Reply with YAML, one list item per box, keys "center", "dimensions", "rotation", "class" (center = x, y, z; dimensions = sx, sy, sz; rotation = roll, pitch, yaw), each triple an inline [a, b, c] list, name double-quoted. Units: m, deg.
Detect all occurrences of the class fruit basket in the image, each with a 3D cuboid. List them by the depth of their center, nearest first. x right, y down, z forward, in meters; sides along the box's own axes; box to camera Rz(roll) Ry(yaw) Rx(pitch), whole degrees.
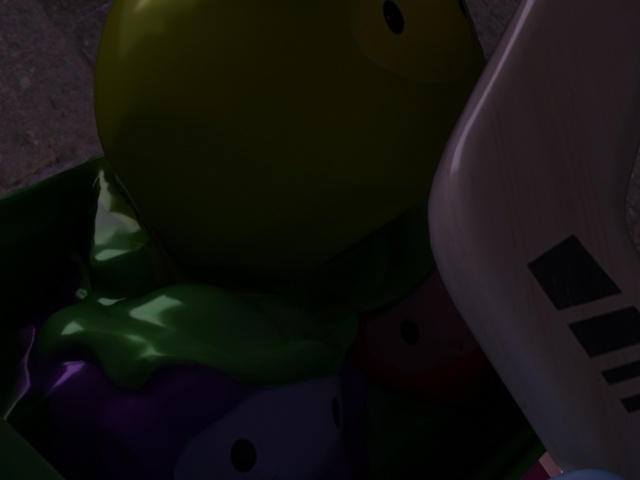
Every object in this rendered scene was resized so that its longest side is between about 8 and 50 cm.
- center: [0.000, 0.000, 0.591]
  dimensions: [0.392, 0.283, 0.392]
  rotation: [-44, -15, -15]
  class: "fruit basket"

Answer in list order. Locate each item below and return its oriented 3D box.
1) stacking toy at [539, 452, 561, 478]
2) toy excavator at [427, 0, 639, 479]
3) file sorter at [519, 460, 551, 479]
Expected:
- center: [0.388, 0.215, 1.197]
  dimensions: [0.480, 0.350, 0.350]
  rotation: [-18, -16, -15]
  class: "stacking toy"
- center: [0.111, 0.100, 0.409]
  dimensions: [0.433, 0.445, 0.222]
  rotation: [-33, -11, -20]
  class: "toy excavator"
- center: [0.174, 0.257, 0.820]
  dimensions: [0.202, 0.290, 0.182]
  rotation: [-30, -10, -33]
  class: "file sorter"
